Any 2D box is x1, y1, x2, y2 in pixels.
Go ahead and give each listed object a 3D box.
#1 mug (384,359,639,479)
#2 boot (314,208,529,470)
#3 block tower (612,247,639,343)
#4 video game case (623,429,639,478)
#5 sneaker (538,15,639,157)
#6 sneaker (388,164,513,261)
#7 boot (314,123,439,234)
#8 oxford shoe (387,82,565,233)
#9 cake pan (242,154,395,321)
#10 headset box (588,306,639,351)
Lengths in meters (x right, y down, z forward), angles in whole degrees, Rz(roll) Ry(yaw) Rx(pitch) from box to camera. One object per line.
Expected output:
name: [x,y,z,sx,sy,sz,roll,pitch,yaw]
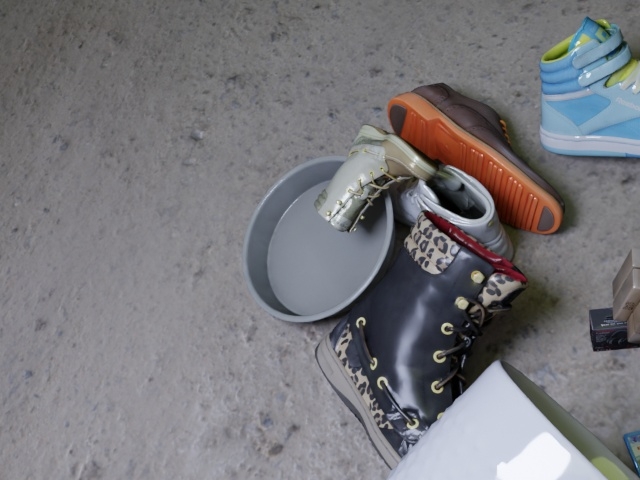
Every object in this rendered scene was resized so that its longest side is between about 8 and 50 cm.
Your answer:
mug: [0.201,0.362,0.685,0.374,0.276,0.328,42,97,6]
boot: [0.175,0.159,0.931,0.377,0.138,0.284,46,111,42]
block tower: [0.544,0.092,0.863,0.335,0.097,0.091,8,59,9]
video game case: [0.461,0.304,0.859,0.119,0.015,0.166,-18,55,12]
sneaker: [0.470,-0.234,1.039,0.319,0.208,0.127,2,36,33]
sneaker: [0.174,-0.079,1.120,0.108,0.169,0.292,-48,53,-9]
boot: [0.076,-0.080,1.051,0.165,0.077,0.213,-54,28,3]
oxford shoe: [0.274,-0.155,1.157,0.133,0.130,0.363,-32,60,-20]
cake pan: [0.000,0.000,1.173,0.293,0.054,0.293,-14,62,29]
headset box: [0.400,0.118,0.957,0.062,0.083,0.032,-8,57,16]
